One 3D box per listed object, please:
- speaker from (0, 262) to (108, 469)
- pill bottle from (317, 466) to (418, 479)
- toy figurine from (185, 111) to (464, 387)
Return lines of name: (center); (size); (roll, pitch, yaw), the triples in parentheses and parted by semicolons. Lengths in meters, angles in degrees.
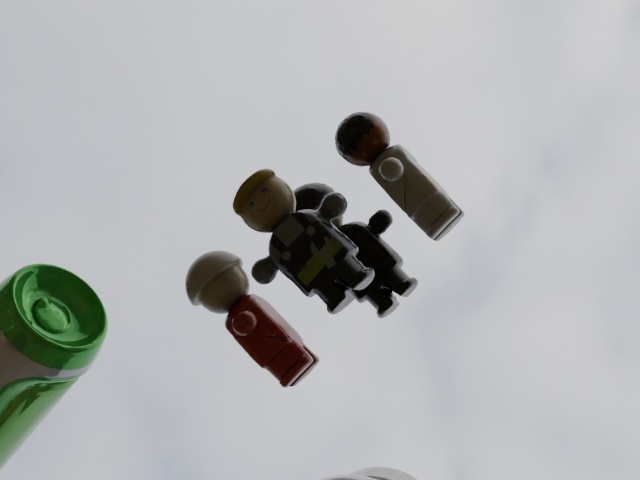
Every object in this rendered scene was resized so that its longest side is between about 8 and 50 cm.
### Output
speaker: (-0.334, 0.153, 1.499); (0.131, 0.131, 0.296); (51, -56, 12)
pill bottle: (0.010, 0.301, 1.268); (0.169, 0.301, 0.169); (4, -78, 20)
toy figurine: (0.000, 0.000, 1.296); (0.148, 0.213, 0.209); (46, -35, 13)
